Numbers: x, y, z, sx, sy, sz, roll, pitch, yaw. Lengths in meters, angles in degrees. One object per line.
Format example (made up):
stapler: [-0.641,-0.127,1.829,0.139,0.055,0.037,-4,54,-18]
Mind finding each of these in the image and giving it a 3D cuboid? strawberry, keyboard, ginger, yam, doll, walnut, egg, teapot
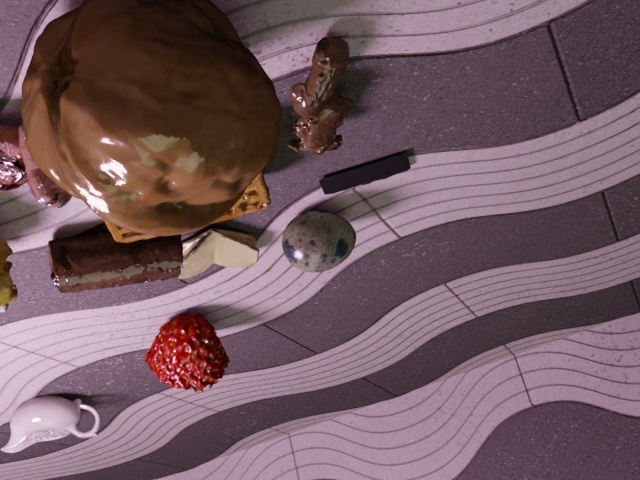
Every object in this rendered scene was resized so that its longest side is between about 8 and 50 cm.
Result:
strawberry: [-0.355,0.270,2.333,0.234,0.234,0.177,-5,124,-19]
keyboard: [0.095,-0.144,1.875,0.197,0.015,0.074,-17,150,5]
ginger: [0.003,-0.242,1.548,0.122,0.084,0.290,-5,152,-5]
yam: [-0.425,0.039,1.839,0.280,0.131,0.131,-8,153,-15]
doll: [-0.499,-0.114,1.474,0.304,0.156,0.201,-19,155,19]
walnut: [-0.243,-0.191,1.277,0.384,0.383,0.383,-12,154,-6]
egg: [0.000,0.000,1.976,0.182,0.141,0.141,-9,155,-31]
teapot: [-0.818,0.552,2.646,0.298,0.139,0.204,-13,152,-2]

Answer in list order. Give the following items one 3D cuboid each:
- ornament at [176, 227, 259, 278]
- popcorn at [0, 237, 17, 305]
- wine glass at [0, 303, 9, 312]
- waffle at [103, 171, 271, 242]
ornament: [-0.238,0.019,1.983,0.201,0.059,0.180,-11,153,-14]
popcorn: [-0.705,0.066,1.661,0.252,0.215,0.286,-39,167,-27]
wine glass: [-0.725,0.134,1.978,0.039,0.042,0.083,25,154,5]
waffle: [-0.263,-0.104,1.676,0.328,0.098,0.224,-12,156,-4]
